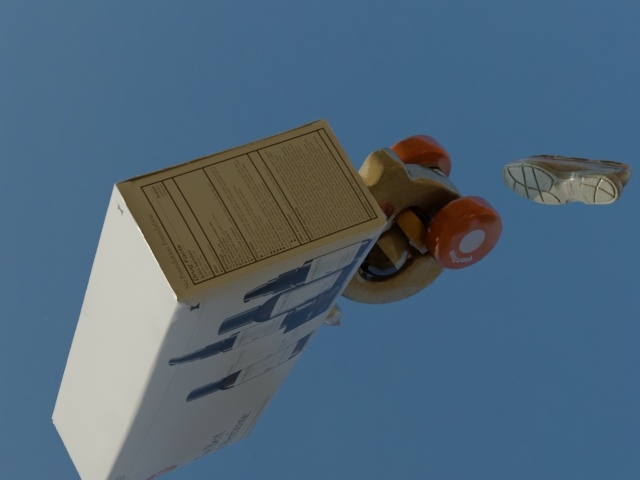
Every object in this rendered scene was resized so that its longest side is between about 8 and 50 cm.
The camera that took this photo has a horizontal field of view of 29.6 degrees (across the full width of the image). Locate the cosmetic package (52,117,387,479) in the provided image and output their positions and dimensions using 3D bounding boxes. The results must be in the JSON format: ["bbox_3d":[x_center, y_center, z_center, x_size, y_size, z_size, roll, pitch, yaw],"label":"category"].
[{"bbox_3d":[-0.058,0.045,0.563,0.099,0.239,0.060,-19,-112,-27],"label":"cosmetic package"}]

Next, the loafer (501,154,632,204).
[{"bbox_3d":[0.232,-0.059,1.138,0.039,0.125,0.045,-41,-54,-36],"label":"loafer"}]

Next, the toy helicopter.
[{"bbox_3d":[0.000,0.000,1.259,0.235,0.355,0.140,-56,-134,25],"label":"toy helicopter"}]
